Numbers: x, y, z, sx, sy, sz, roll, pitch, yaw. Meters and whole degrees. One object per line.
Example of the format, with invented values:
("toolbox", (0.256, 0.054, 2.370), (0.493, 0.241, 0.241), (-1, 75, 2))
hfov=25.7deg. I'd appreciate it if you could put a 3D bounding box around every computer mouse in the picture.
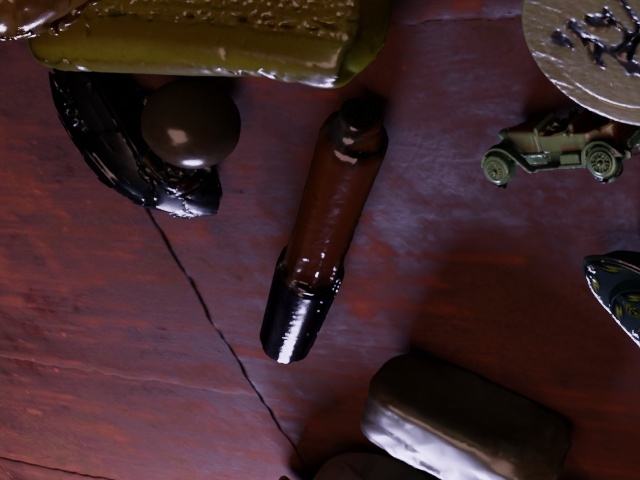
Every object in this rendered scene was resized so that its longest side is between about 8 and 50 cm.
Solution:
("computer mouse", (-0.207, -0.100, 1.536), (0.242, 0.077, 0.146), (43, 142, -12))

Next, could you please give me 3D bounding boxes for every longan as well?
("longan", (-0.132, -0.119, 1.443), (0.113, 0.092, 0.113), (2, 177, 0))

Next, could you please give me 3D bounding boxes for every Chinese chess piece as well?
("Chinese chess piece", (0.246, -0.173, 1.076), (0.188, 0.083, 0.188), (20, 144, 16))

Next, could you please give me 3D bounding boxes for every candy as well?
("candy", (0.162, 0.215, 1.587), (0.234, 0.102, 0.104), (27, 144, 12))

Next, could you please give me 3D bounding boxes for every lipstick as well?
("lipstick", (0.000, 0.000, 1.487), (0.077, 0.077, 0.418), (29, 143, 8))

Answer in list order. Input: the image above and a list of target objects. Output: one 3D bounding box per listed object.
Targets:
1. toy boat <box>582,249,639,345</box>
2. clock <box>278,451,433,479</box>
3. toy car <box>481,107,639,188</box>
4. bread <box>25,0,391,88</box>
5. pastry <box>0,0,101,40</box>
("toy boat", (0.342, 0.089, 1.295), (0.246, 0.103, 0.093), (37, 146, 1))
("clock", (0.081, 0.390, 1.856), (0.265, 0.108, 0.324), (41, 144, -7))
("toy car", (0.211, -0.084, 1.221), (0.143, 0.073, 0.054), (-1, 117, 40))
("bread", (-0.110, -0.231, 1.266), (0.383, 0.112, 0.166), (7, 107, 28))
("pastry", (-0.237, -0.315, 1.170), (0.255, 0.162, 0.311), (43, 106, 17))
